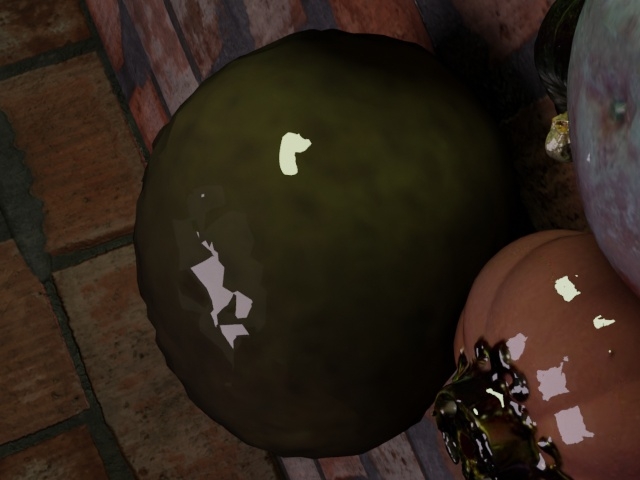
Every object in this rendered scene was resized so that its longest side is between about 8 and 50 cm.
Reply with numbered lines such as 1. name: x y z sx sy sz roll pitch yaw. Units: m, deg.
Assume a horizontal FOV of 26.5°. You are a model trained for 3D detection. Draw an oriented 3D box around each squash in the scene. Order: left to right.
1. squash: 0.245 -0.118 1.027 0.193 0.156 0.193 -5 -90 -89

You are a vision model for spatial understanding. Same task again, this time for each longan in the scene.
1. longan: -0.003 -0.009 1.415 0.404 0.436 0.404 31 159 14

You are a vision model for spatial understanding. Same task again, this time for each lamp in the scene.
1. lamp: 0.229 0.143 1.236 0.305 0.240 0.305 57 160 34

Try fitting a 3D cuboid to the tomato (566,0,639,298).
1. tomato: 0.289 -0.076 0.748 0.317 0.283 0.316 180 90 -77
